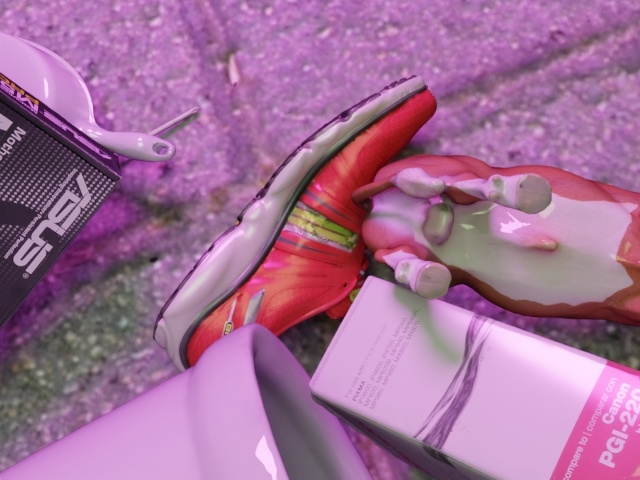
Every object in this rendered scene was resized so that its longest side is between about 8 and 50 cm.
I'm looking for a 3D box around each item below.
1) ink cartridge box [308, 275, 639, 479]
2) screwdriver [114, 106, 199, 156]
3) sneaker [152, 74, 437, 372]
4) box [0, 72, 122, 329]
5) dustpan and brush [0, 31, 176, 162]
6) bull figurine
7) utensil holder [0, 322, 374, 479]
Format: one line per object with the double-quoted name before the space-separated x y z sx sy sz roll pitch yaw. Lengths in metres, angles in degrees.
"ink cartridge box" 0.124 0.118 0.638 0.218 0.158 0.092 17 72 37
"screwdriver" -0.173 -0.067 0.829 0.170 0.025 0.024 -31 75 1
"sneaker" 0.000 0.000 0.768 0.118 0.107 0.279 41 89 -4
"box" -0.309 -0.013 0.733 0.216 0.060 0.270 38 98 -23
"dustpan and brush" -0.212 -0.089 0.815 0.211 0.060 0.147 9 76 29
"bull figurine" 0.174 0.005 0.664 0.310 0.188 0.101 6 95 -2
"utensil holder" -0.128 0.282 0.597 0.385 0.327 0.328 -29 75 3
